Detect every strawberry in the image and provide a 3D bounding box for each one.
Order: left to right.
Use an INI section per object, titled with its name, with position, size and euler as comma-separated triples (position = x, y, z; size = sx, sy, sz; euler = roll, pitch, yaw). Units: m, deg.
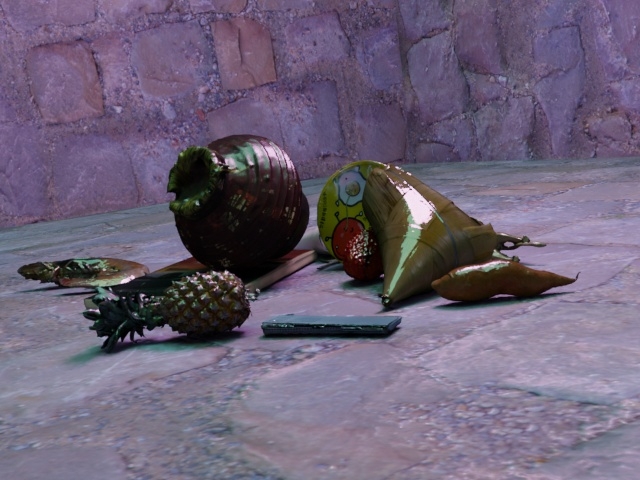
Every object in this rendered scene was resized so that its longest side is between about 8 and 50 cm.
[strawberry]
position = 0.071, 0.027, 1.406
size = 0.083, 0.083, 0.096
euler = -3, 12, 24

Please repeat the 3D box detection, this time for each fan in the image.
[fan]
position = 0.040, 0.033, 1.631
size = 0.113, 0.005, 0.175
euler = -2, 9, 31

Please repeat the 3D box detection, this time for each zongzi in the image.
[zongzi]
position = 0.101, -0.004, 1.318
size = 0.256, 0.115, 0.228
euler = -25, 50, -38

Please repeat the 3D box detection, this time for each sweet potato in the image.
[sweet potato]
position = 0.242, 0.051, 1.180
size = 0.194, 0.056, 0.056
euler = -2, 8, 3

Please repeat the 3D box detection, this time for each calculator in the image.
[calculator]
position = 0.011, 0.103, 1.108
size = 0.172, 0.018, 0.057
euler = -3, 10, 24

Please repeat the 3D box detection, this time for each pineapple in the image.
[pineapple]
position = -0.185, 0.087, 1.152
size = 0.221, 0.083, 0.103
euler = -9, 7, 1

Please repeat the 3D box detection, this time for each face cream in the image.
[face cream]
position = 0.000, 0.000, 1.742
size = 0.092, 0.058, 0.243
euler = -10, -1, -14

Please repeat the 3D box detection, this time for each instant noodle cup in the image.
[instant noodle cup]
position = 0.104, -0.043, 1.570
size = 0.182, 0.182, 0.144
euler = -3, 0, 26

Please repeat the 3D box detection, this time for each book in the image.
[book]
position = -0.188, 0.062, 1.540
size = 0.262, 0.028, 0.374
euler = -4, 8, 20

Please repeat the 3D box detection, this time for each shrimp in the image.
[shrimp]
position = -0.439, 0.062, 1.657
size = 0.251, 0.052, 0.143
euler = -5, 11, 6

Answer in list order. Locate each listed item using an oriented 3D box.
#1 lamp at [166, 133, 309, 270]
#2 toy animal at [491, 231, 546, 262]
[lamp]
position = -0.141, -0.064, 1.486
size = 0.247, 0.247, 0.247
euler = -6, 8, 1
[toy animal]
position = 0.249, 0.006, 1.435
size = 0.219, 0.069, 0.086
euler = 1, -9, 33
